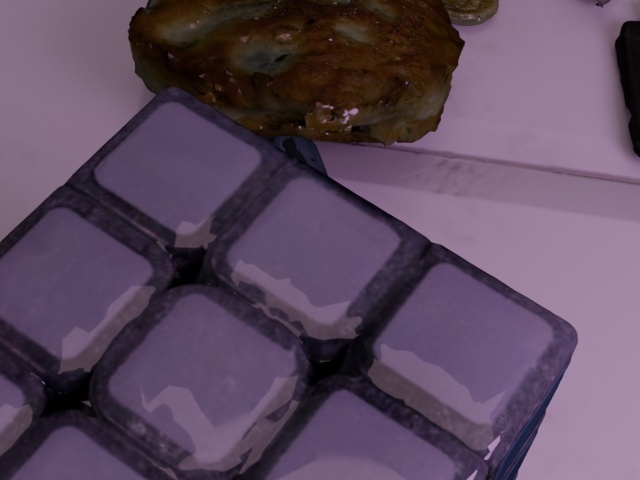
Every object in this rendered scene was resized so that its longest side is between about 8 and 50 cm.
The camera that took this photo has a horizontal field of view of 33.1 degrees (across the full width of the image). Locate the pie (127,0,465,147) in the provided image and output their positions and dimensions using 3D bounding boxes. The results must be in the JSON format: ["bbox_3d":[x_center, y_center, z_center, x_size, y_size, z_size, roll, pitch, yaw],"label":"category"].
[{"bbox_3d":[-0.014,-0.184,0.982,0.289,0.102,0.354,10,36,3],"label":"pie"}]

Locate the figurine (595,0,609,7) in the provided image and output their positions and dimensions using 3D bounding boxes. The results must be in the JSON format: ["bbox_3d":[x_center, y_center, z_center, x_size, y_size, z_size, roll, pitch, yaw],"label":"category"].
[{"bbox_3d":[0.236,-0.312,1.089,0.154,0.132,0.132,17,58,24],"label":"figurine"}]

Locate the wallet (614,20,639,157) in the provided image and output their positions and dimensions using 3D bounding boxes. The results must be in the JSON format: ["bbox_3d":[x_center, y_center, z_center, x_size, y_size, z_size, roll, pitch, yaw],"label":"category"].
[{"bbox_3d":[0.446,-0.137,1.011,0.321,0.044,0.170,0,60,4],"label":"wallet"}]

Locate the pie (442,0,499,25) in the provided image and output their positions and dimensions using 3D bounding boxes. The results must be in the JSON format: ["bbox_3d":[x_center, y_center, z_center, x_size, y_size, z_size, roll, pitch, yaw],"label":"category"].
[{"bbox_3d":[0.142,-0.246,1.092,0.084,0.021,0.084,-2,54,2],"label":"pie"}]

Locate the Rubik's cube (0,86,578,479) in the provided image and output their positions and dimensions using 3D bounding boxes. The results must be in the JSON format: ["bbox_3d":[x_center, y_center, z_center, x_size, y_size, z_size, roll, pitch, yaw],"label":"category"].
[{"bbox_3d":[-0.064,0.147,0.673,0.304,0.301,0.305,31,63,17],"label":"Rubik's cube"}]

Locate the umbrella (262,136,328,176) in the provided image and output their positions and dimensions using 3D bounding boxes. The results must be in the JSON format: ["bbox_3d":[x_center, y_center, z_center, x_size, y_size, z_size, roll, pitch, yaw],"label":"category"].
[{"bbox_3d":[0.001,-0.001,0.914,0.052,0.053,0.250,-15,57,-6],"label":"umbrella"}]
